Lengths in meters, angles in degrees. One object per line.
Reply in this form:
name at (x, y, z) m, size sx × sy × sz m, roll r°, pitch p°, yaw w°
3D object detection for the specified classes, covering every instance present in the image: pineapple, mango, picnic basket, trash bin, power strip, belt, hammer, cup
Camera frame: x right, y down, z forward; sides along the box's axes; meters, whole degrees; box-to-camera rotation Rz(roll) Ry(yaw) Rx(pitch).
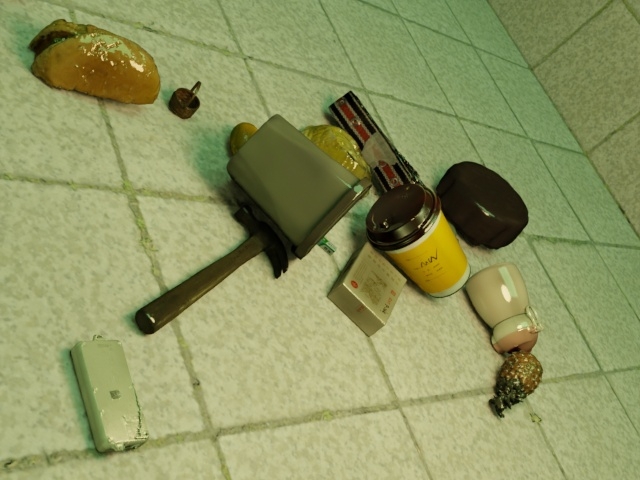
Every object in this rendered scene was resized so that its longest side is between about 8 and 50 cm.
pineapple at (0.469, 0.353, 1.968) m, size 0.108 × 0.108 × 0.197 m, roll 50°, pitch 45°, yaw 3°
mango at (-0.173, -0.224, 1.850) m, size 0.079 × 0.057 × 0.114 m, roll 41°, pitch 37°, yaw -24°
picnic basket at (-0.291, -0.318, 1.784) m, size 0.072 × 0.083 × 0.072 m, roll 29°, pitch 39°, yaw -27°
trash bin at (-0.054, -0.118, 1.721) m, size 0.250 × 0.220 × 0.219 m, roll 43°, pitch -7°, yaw 6°
power strip at (-0.324, 0.235, 1.242) m, size 0.081 × 0.035 × 0.192 m, roll 4°, pitch 54°, yaw -47°
belt at (0.152, -0.249, 2.186) m, size 0.359 × 0.094 × 0.126 m, roll 54°, pitch 17°, yaw 10°
hammer at (-0.205, 0.063, 1.543) m, size 0.168 × 0.044 × 0.440 m, roll 49°, pitch 34°, yaw 3°
cup at (0.245, 0.005, 1.952) m, size 0.280 × 0.196 × 0.196 m, roll 48°, pitch 29°, yaw -32°

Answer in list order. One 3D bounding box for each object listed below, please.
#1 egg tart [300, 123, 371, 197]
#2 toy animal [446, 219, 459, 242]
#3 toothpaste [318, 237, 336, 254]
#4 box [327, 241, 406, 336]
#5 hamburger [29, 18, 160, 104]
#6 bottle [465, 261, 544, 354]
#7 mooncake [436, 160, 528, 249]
egg tart at (0.053, -0.214, 2.068) m, size 0.232 × 0.098 × 0.252 m, roll 24°, pitch 37°, yaw -37°
toy animal at (0.245, -0.043, 2.083) m, size 0.236 × 0.138 × 0.108 m, roll 34°, pitch 70°, yaw -26°
toothpaste at (0.000, 0.000, 1.852) m, size 0.083 × 0.020 × 0.017 m, roll 40°, pitch 37°, yaw -12°
box at (0.109, 0.107, 1.836) m, size 0.141 × 0.058 × 0.201 m, roll 44°, pitch 33°, yaw -7°
hamburger at (-0.437, -0.357, 1.623) m, size 0.262 × 0.131 × 0.124 m, roll 10°, pitch 49°, yaw -37°
bottle at (0.487, 0.189, 2.107) m, size 0.147 × 0.147 × 0.236 m, roll 5°, pitch 58°, yaw -46°
mooncake at (0.469, -0.100, 2.373) m, size 0.283 × 0.141 × 0.283 m, roll 25°, pitch 35°, yaw -19°
